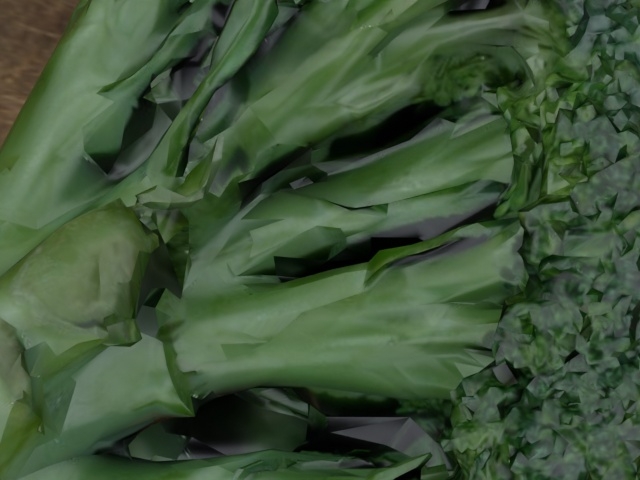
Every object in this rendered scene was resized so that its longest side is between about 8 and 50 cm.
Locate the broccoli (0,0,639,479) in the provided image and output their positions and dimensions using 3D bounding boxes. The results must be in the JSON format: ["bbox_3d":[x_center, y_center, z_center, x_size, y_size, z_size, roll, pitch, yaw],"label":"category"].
[{"bbox_3d":[0.000,0.000,0.560,0.241,0.261,0.269,-24,116,-21],"label":"broccoli"}]
